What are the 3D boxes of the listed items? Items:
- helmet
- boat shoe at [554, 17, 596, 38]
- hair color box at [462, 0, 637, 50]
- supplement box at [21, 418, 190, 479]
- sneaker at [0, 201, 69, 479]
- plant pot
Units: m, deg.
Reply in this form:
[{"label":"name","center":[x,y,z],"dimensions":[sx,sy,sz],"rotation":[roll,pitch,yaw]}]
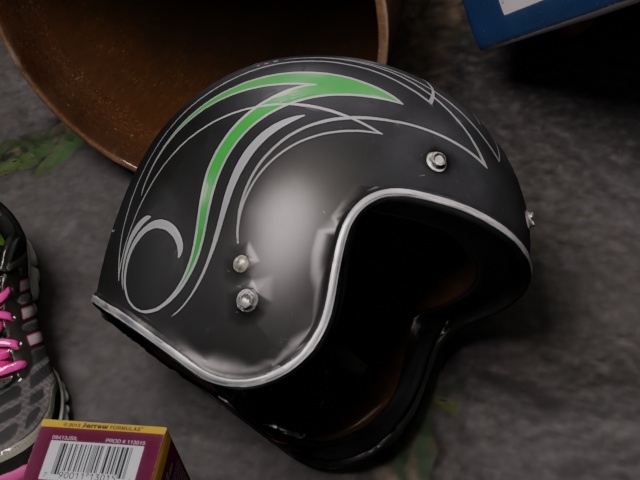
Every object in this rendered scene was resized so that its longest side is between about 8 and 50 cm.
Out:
[{"label":"helmet","center":[0.000,0.000,0.509],"dimensions":[0.169,0.169,0.162],"rotation":[29,77,31]},{"label":"boat shoe","center":[0.173,-0.202,0.716],"dimensions":[0.073,0.073,0.207],"rotation":[40,64,-6]},{"label":"hair color box","center":[0.247,-0.204,0.590],"dimensions":[0.347,0.105,0.174],"rotation":[-20,7,-16]},{"label":"supplement box","center":[-0.082,0.112,0.480],"dimensions":[0.054,0.083,0.043],"rotation":[1,51,12]},{"label":"sneaker","center":[-0.164,0.038,0.566],"dimensions":[0.063,0.075,0.170],"rotation":[-16,49,-2]},{"label":"plant pot","center":[-0.033,-0.177,0.659],"dimensions":[0.215,0.215,0.230],"rotation":[8,38,18]}]
